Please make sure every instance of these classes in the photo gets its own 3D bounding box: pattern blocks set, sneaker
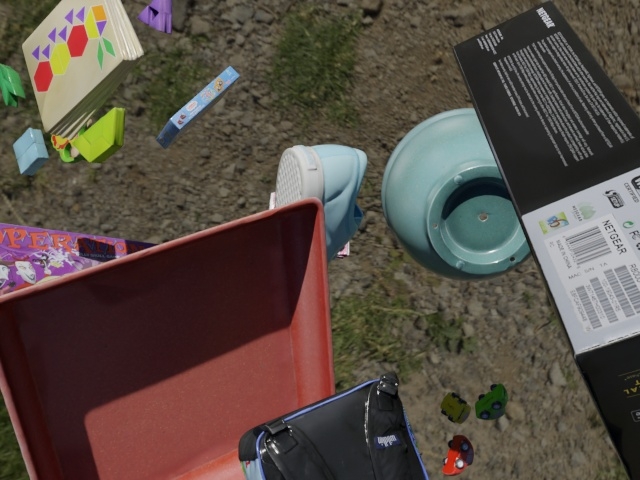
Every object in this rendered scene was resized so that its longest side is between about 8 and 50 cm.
[{"bbox_3d":[-0.294,-0.230,0.891,0.324,0.026,0.285,-21,77,34],"label":"pattern blocks set"},{"bbox_3d":[0.000,0.000,1.195,0.366,0.150,0.135,106,147,-46],"label":"sneaker"}]

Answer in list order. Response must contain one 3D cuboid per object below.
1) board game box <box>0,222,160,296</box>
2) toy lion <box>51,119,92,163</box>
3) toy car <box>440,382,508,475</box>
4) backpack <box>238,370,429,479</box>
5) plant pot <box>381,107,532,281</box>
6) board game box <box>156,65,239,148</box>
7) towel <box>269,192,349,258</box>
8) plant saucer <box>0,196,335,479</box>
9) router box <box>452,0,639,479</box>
[{"bbox_3d":[-0.339,0.071,1.050,0.056,0.346,0.208,-64,36,28],"label":"board game box"},{"bbox_3d":[-0.476,-0.193,1.378,0.096,0.034,0.100,-12,76,33],"label":"toy lion"},{"bbox_3d":[0.371,0.420,1.713,0.053,0.239,0.225,30,125,-15],"label":"toy car"},{"bbox_3d":[0.013,0.154,0.440,0.105,0.084,0.114,-18,78,-24],"label":"backpack"},{"bbox_3d":[0.249,-0.056,1.177,0.293,0.196,0.293,1,106,2],"label":"plant pot"},{"bbox_3d":[-0.302,-0.323,1.782,0.039,0.160,0.211,46,65,-10],"label":"board game box"},{"bbox_3d":[-0.026,-0.036,1.703,0.197,0.029,0.144,7,69,-12],"label":"towel"},{"bbox_3d":[-0.109,0.109,0.579,0.047,0.258,0.259,32,134,50],"label":"plant saucer"},{"bbox_3d":[0.187,0.020,0.468,0.081,0.243,0.309,-23,36,16],"label":"router box"}]
